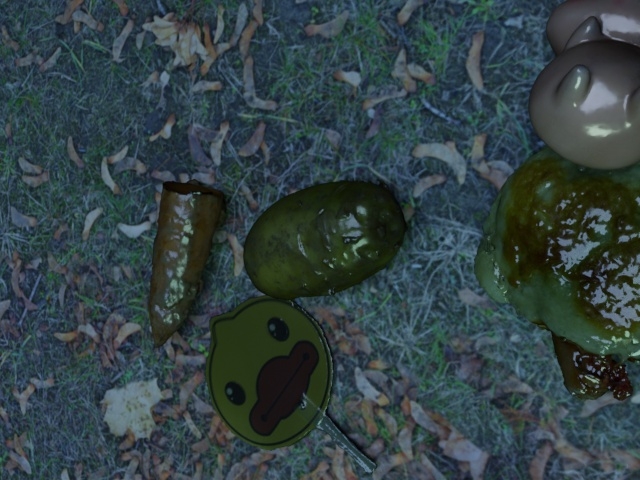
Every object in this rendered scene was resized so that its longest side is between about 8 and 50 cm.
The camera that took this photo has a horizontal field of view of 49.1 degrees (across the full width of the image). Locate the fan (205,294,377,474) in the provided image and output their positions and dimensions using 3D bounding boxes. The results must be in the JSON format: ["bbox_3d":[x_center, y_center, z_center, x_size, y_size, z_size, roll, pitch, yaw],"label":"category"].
[{"bbox_3d":[-0.049,0.220,1.019,0.335,0.011,0.229,39,106,23],"label":"fan"}]

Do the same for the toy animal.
[{"bbox_3d":[0.309,-0.181,0.738,0.167,0.154,0.250,24,59,10],"label":"toy animal"}]

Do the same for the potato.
[{"bbox_3d":[0.000,0.000,0.942,0.251,0.113,0.149,-25,87,33],"label":"potato"}]

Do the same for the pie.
[{"bbox_3d":[0.312,0.014,0.783,0.257,0.105,0.274,-49,61,25],"label":"pie"}]

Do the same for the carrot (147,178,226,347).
[{"bbox_3d":[-0.217,0.040,1.057,0.102,0.102,0.263,17,99,25],"label":"carrot"}]
